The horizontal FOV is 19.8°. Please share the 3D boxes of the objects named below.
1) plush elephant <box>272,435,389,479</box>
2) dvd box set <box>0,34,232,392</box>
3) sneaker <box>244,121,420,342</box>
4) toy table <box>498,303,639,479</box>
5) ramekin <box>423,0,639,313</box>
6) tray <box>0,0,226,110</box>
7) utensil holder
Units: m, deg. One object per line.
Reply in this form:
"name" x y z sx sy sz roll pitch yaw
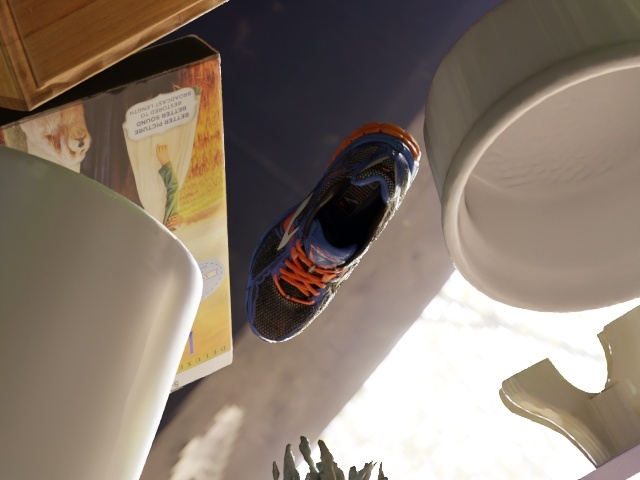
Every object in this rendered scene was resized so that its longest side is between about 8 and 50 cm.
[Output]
"plush elephant" 0.066 0.273 0.802 0.272 0.255 0.330 8 -87 -52
"dvd box set" -0.242 0.011 1.995 0.308 0.062 0.420 -21 -51 -29
"sneaker" 0.000 0.000 1.528 0.221 0.083 0.087 -58 5 25
"toy table" 0.315 0.186 2.028 0.274 0.161 0.252 -36 -11 33
"ramekin" 0.215 -0.082 1.475 0.277 0.135 0.277 -9 -44 -9
"tray" -0.161 -0.301 1.704 0.411 0.076 0.202 -34 -60 -33
"utensil holder" -0.300 0.154 1.471 0.327 0.328 0.385 53 -131 -52
